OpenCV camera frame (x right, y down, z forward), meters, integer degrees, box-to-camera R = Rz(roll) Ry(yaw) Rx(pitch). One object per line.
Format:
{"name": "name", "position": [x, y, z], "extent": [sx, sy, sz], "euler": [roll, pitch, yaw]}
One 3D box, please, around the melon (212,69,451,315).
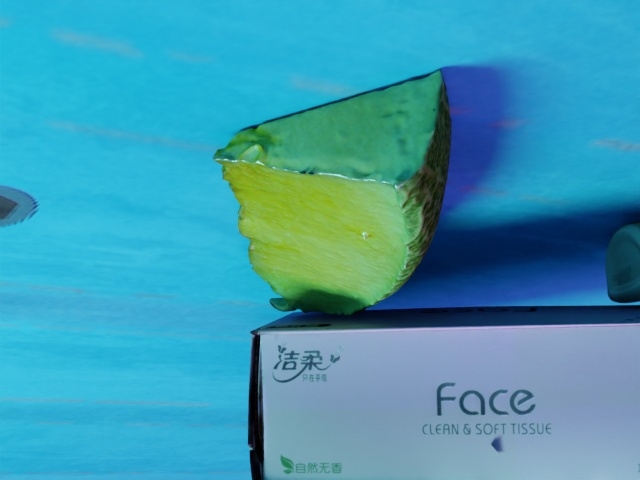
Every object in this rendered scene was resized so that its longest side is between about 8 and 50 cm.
{"name": "melon", "position": [0.000, 0.000, 0.628], "extent": [0.114, 0.053, 0.262], "euler": [3, 158, -6]}

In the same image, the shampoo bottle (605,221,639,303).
{"name": "shampoo bottle", "position": [0.274, 0.009, 0.741], "extent": [0.212, 0.049, 0.072], "euler": [-3, 164, -12]}

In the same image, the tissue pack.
{"name": "tissue pack", "position": [0.091, 0.085, 0.725], "extent": [0.246, 0.093, 0.148], "euler": [-2, 180, 7]}
